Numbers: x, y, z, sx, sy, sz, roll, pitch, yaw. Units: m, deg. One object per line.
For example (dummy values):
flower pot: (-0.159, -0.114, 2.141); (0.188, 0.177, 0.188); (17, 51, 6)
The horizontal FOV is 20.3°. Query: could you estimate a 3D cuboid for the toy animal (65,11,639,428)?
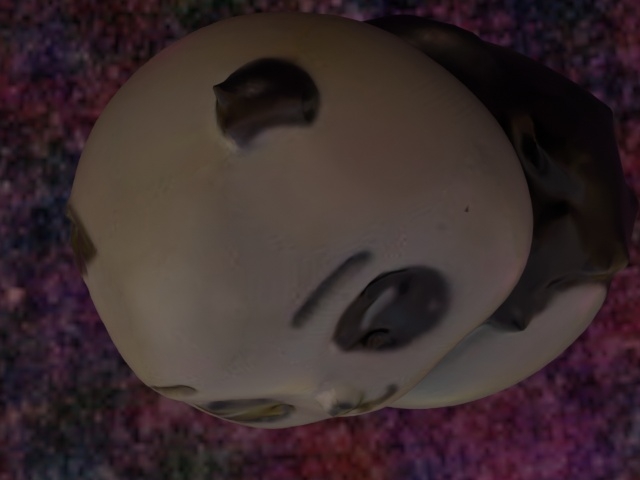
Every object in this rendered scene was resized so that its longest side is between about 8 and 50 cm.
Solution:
toy animal: (0.000, 0.000, 0.579); (0.166, 0.138, 0.179); (-36, 167, 30)
